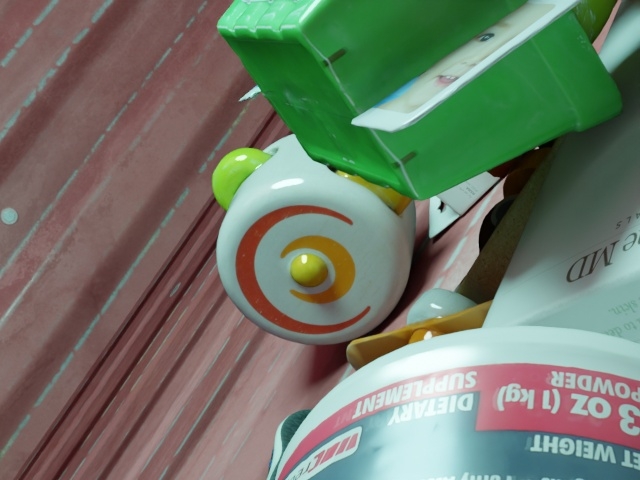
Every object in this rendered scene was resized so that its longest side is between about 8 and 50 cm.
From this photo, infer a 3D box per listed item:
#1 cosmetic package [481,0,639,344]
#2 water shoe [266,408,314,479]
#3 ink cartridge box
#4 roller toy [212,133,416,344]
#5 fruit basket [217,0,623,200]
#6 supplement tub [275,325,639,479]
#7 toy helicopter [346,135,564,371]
[{"bbox_3d":[0.244,-0.067,0.571,0.197,0.155,0.365,-35,20,53],"label":"cosmetic package"},{"bbox_3d":[-0.014,0.200,0.901,0.203,0.073,0.080,-46,-29,-71],"label":"water shoe"},{"bbox_3d":[0.156,-0.106,1.140,0.198,0.067,0.115,-46,14,24],"label":"ink cartridge box"},{"bbox_3d":[0.000,0.000,1.128,0.209,0.191,0.146,-6,28,12],"label":"roller toy"},{"bbox_3d":[0.113,-0.187,0.623,0.353,0.165,0.327,-45,19,-4],"label":"fruit basket"},{"bbox_3d":[0.052,0.172,0.301,0.191,0.191,0.272,-43,16,34],"label":"supplement tub"},{"bbox_3d":[0.098,0.064,0.747,0.235,0.140,0.355,-43,-16,-56],"label":"toy helicopter"}]
